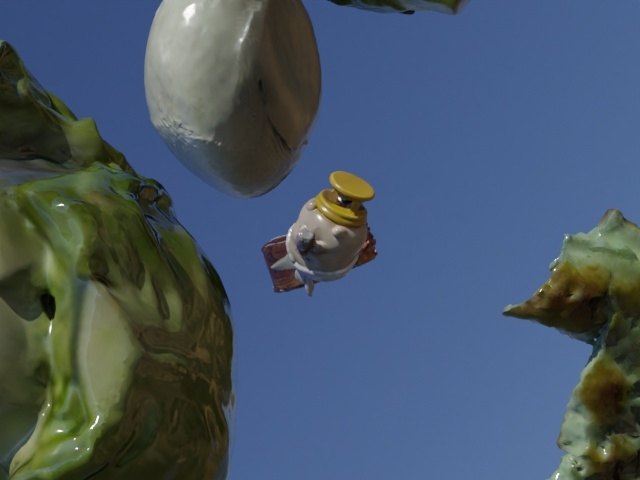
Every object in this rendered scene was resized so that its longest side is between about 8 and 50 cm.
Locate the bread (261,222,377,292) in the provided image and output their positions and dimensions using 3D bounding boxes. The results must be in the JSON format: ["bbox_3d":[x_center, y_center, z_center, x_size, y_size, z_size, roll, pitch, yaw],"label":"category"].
[{"bbox_3d":[-0.001,0.015,2.324,0.160,0.073,0.160,-19,3,1],"label":"bread"}]

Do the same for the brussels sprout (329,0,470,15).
[{"bbox_3d":[0.046,-0.285,1.490,0.223,0.223,0.161,-12,-62,-56],"label":"brussels sprout"}]

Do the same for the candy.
[{"bbox_3d":[-0.109,-0.181,1.935,0.295,0.185,0.295,-2,-90,-69],"label":"candy"}]

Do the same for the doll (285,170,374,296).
[{"bbox_3d":[0.000,0.000,1.585,0.084,0.073,0.127,-18,-41,-57],"label":"doll"}]

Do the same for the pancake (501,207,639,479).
[{"bbox_3d":[0.215,0.180,0.845,0.067,0.305,0.427,-119,37,-71],"label":"pancake"}]

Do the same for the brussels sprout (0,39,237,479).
[{"bbox_3d":[-0.254,0.069,1.311,0.342,0.425,0.361,-34,-15,2],"label":"brussels sprout"}]
